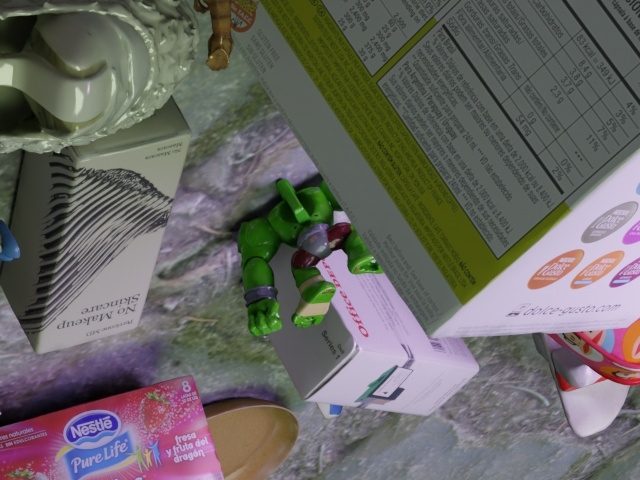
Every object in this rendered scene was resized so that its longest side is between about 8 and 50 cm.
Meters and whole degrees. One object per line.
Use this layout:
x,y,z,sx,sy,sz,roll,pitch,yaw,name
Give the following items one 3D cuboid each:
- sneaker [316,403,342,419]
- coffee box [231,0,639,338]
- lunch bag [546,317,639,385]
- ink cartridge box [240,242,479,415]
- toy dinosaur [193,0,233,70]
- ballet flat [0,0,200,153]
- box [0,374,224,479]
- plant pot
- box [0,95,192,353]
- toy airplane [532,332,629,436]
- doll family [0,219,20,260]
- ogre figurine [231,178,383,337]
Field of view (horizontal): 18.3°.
0.026,0.148,2.248,0.085,0.058,0.152,-22,145,2,sneaker
0.195,-0.154,1.599,0.334,0.338,0.338,-44,157,27,coffee box
0.314,-0.025,2.047,0.293,0.258,0.120,-49,166,-8,lunch bag
0.041,0.089,2.067,0.092,0.160,0.219,-45,147,24,ink cartridge box
-0.093,-0.235,1.514,0.064,0.112,0.211,-16,113,17,toy dinosaur
-0.247,-0.115,1.473,0.409,0.147,0.147,-8,144,-34,ballet flat
-0.246,0.232,2.021,0.257,0.122,0.128,-14,173,-27,box
-0.135,0.251,2.287,0.236,0.032,0.236,-23,149,-14,plant pot
-0.199,-0.025,1.727,0.113,0.094,0.275,-15,147,-26,box
0.434,0.100,2.234,0.384,0.272,0.386,-26,-160,44,toy airplane
-0.361,0.026,1.668,0.163,0.118,0.263,-26,170,-21,doll family
0.000,0.000,1.930,0.197,0.118,0.097,-40,151,16,ogre figurine
